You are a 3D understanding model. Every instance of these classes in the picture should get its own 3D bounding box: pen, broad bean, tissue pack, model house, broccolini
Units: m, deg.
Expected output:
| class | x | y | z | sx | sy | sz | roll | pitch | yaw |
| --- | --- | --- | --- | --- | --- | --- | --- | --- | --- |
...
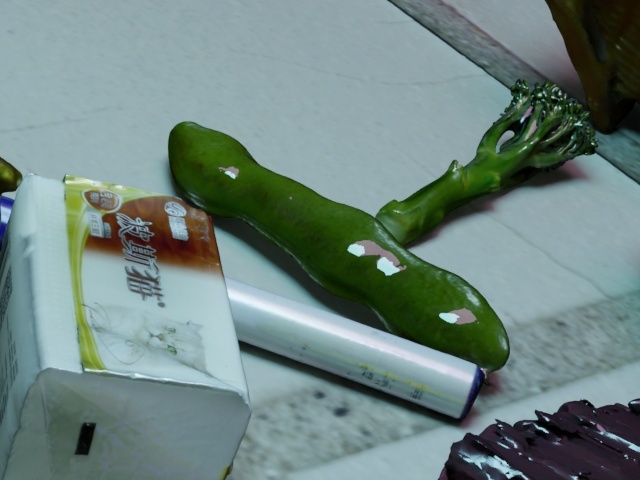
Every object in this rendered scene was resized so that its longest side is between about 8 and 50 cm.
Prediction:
| class | x | y | z | sx | sy | sz | roll | pitch | yaw |
| --- | --- | --- | --- | --- | --- | --- | --- | --- | --- |
| pen | -0.046 | 0.034 | 0.974 | 0.269 | 0.033 | 0.033 | 19 | 29 | 0 |
| broad bean | 0.000 | 0.000 | 1.049 | 0.256 | 0.052 | 0.053 | 33 | -10 | 28 |
| tissue pack | -0.093 | 0.057 | 0.831 | 0.099 | 0.106 | 0.149 | 9 | 31 | -17 |
| model house | 0.267 | -0.164 | 1.321 | 0.229 | 0.219 | 0.199 | 36 | 46 | 6 |
| broccolini | 0.100 | -0.051 | 1.183 | 0.067 | 0.058 | 0.216 | 36 | 33 | 22 |

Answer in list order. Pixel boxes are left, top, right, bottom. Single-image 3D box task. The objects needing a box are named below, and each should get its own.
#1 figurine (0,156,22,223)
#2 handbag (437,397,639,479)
| class | x | y | z | sx | sy | sz | roll | pitch | yaw |
| --- | --- | --- | --- | --- | --- | --- | --- | --- | --- |
| figurine | -0.237 | -0.081 | 0.980 | 0.234 | 0.127 | 0.185 | 17 | 21 | 18 |
| handbag | 0.163 | 0.144 | 0.824 | 0.216 | 0.074 | 0.203 | 28 | 14 | 24 |
